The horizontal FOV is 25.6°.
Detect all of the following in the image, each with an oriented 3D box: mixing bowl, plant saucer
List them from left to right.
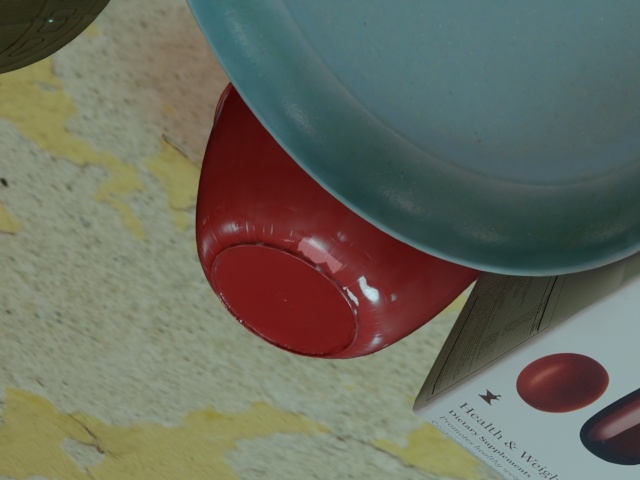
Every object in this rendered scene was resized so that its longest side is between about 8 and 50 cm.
[{"bbox_3d":[0.000,0.000,0.770,0.181,0.098,0.181,20,143,16],"label":"mixing bowl"},{"bbox_3d":[0.045,-0.135,0.557,0.317,0.043,0.318,29,137,32],"label":"plant saucer"}]

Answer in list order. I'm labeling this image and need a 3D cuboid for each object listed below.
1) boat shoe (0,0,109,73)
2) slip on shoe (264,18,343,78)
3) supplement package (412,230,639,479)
[{"bbox_3d":[-0.151,-0.196,0.650,0.110,0.121,0.341,67,153,20],"label":"boat shoe"},{"bbox_3d":[0.030,-0.095,0.688,0.135,0.051,0.041,25,104,21],"label":"slip on shoe"},{"bbox_3d":[0.192,0.051,0.650,0.194,0.149,0.203,37,144,-7],"label":"supplement package"}]
